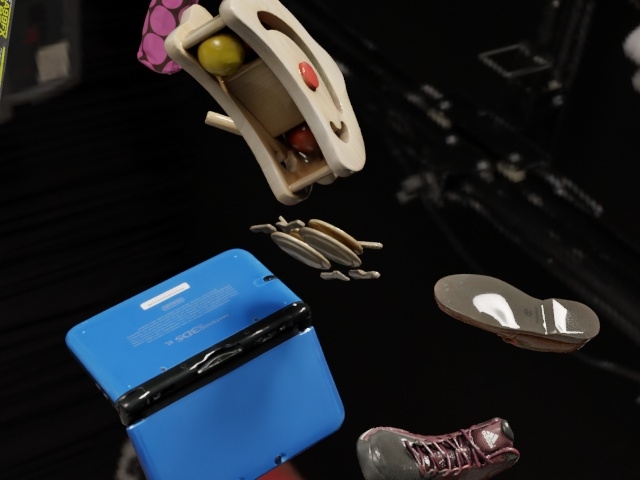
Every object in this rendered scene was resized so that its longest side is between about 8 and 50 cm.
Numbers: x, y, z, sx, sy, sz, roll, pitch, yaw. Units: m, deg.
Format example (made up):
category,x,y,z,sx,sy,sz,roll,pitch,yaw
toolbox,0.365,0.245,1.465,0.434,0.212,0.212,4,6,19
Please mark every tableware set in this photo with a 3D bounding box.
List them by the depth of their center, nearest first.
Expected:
category,x,y,z,sx,sy,sz,roll,pitch,yaw
tableware set,0.000,0.000,1.489,0.128,0.039,0.194,34,-13,-16

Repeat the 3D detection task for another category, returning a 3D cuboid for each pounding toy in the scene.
category,x,y,z,sx,sy,sz,roll,pitch,yaw
pounding toy,-0.060,-0.112,1.147,0.154,0.269,0.154,-27,-137,23

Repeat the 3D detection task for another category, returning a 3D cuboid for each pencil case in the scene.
category,x,y,z,sx,sy,sz,roll,pitch,yaw
pencil case,-0.238,-0.375,1.977,0.098,0.095,0.209,39,-52,23

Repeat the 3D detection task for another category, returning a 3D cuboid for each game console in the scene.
category,x,y,z,sx,sy,sz,roll,pitch,yaw
game console,-0.152,0.186,1.606,0.250,0.293,0.173,40,-35,38

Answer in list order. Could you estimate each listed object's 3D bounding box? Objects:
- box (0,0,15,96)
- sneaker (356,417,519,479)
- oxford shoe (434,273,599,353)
category,x,y,z,sx,sy,sz,roll,pitch,yaw
box,-0.450,-0.213,1.428,0.216,0.060,0.270,11,87,-80
sneaker,0.179,0.287,1.668,0.162,0.281,0.106,-32,-117,25
oxford shoe,0.237,0.103,1.507,0.076,0.212,0.076,114,-9,-51
